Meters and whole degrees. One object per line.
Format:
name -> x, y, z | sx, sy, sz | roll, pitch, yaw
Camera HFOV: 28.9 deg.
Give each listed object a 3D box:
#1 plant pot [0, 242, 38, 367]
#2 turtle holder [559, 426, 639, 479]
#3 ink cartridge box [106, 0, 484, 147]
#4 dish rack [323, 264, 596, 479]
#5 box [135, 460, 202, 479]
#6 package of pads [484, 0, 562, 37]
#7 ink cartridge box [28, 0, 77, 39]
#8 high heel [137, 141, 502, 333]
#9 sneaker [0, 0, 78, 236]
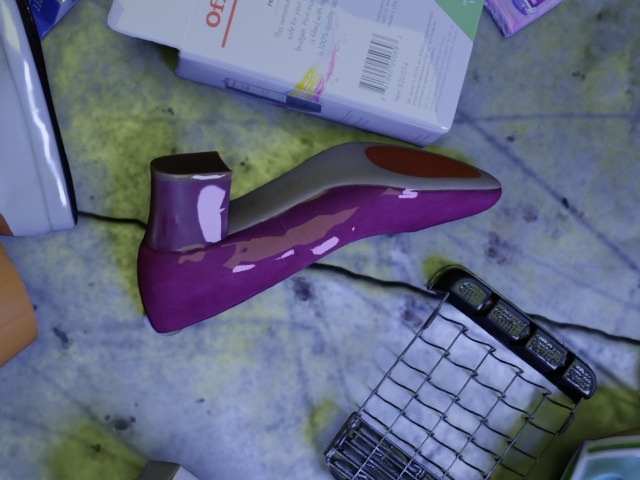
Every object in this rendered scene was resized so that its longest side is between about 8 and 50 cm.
plant pot -> -0.378, 0.077, 1.164 | 0.188, 0.205, 0.205 | -27, 90, -24
turtle holder -> 0.350, 0.276, 1.225 | 0.227, 0.243, 0.320 | 25, 92, 11
ink cartridge box -> -0.022, -0.244, 1.263 | 0.353, 0.119, 0.207 | 16, 85, -8
dish rack -> 0.141, 0.184, 1.286 | 0.208, 0.074, 0.271 | 38, 84, -3
box -> -0.070, 0.327, 1.195 | 0.275, 0.113, 0.094 | 40, 69, -16
package of pads -> 0.221, -0.261, 1.343 | 0.083, 0.032, 0.050 | -34, 94, -9
ink cartridge box -> -0.328, -0.382, 1.256 | 0.303, 0.072, 0.307 | 41, 79, -5
high heel -> 0.000, 0.000, 1.280 | 0.377, 0.127, 0.181 | 0, 115, -12
sneaker -> -0.324, -0.140, 1.201 | 0.123, 0.106, 0.290 | -10, 102, -4
